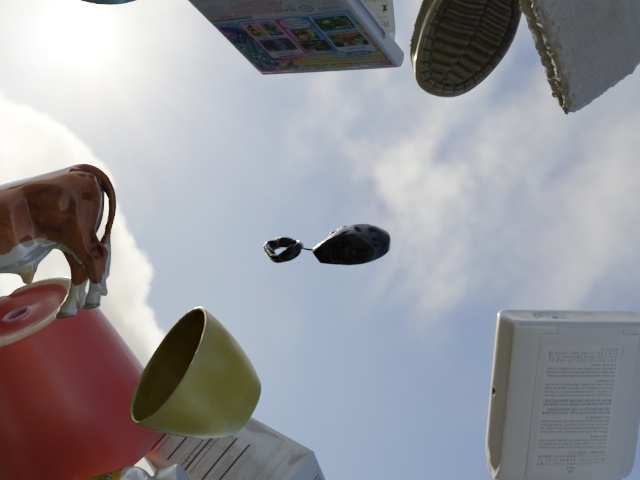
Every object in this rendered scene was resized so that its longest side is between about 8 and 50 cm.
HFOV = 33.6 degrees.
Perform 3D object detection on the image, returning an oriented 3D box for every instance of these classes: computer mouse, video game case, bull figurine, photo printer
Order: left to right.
[{"bbox_3d":[-0.377,0.012,1.196,0.101,0.310,0.188,28,48,-83],"label":"bull figurine"},{"bbox_3d":[-0.025,-0.192,0.930,0.157,0.019,0.143,3,-23,34],"label":"video game case"},{"bbox_3d":[0.000,0.000,1.325,0.242,0.071,0.041,-1,-66,52],"label":"computer mouse"},{"bbox_3d":[0.405,0.269,1.756,0.107,0.256,0.307,-117,-152,-74],"label":"photo printer"}]

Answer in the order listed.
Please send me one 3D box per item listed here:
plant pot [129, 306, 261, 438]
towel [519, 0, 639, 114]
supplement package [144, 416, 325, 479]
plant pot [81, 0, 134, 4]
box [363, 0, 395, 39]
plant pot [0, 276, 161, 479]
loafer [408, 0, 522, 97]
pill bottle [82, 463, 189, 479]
[{"bbox_3d":[-0.118,0.149,1.087,0.095,0.134,0.134,34,-11,-21],"label":"plant pot"},{"bbox_3d":[0.249,-0.259,0.926,0.049,0.187,0.282,50,-6,46],"label":"towel"},{"bbox_3d":[-0.126,0.344,1.563,0.244,0.134,0.139,23,-34,34],"label":"supplement package"},{"bbox_3d":[-0.351,-0.511,1.729,0.293,0.293,0.196,51,-31,35],"label":"plant pot"},{"bbox_3d":[0.056,-0.440,2.105,0.182,0.181,0.119,49,36,-87],"label":"box"},{"bbox_3d":[-0.389,0.203,1.535,0.275,0.275,0.243,25,-39,60],"label":"plant pot"},{"bbox_3d":[0.170,-0.283,1.147,0.268,0.102,0.092,-67,-164,8],"label":"loafer"},{"bbox_3d":[-0.269,0.357,1.353,0.117,0.208,0.117,-18,90,-86],"label":"pill bottle"}]
